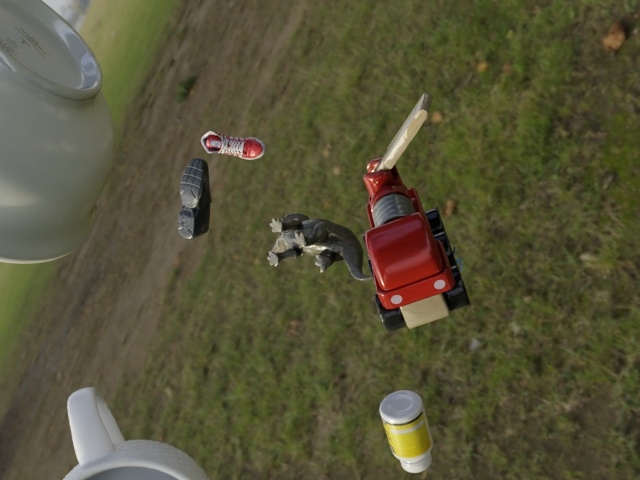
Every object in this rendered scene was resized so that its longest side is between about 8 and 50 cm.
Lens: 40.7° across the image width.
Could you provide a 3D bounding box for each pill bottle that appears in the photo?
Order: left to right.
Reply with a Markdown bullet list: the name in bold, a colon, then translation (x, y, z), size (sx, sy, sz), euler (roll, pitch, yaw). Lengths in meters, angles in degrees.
- **pill bottle**: translation (0.130, 0.284, 1.274), size (0.065, 0.116, 0.065), euler (-14, 28, 7)

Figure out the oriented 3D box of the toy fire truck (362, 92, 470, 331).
- **toy fire truck**: translation (0.114, -0.041, 1.135), size (0.158, 0.246, 0.217), euler (-19, 34, 9)

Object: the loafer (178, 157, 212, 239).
- **loafer**: translation (-0.253, -0.088, 1.781), size (0.062, 0.061, 0.170), euler (22, 109, 32)

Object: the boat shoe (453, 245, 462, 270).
- **boat shoe**: translation (0.195, 0.040, 1.501), size (0.109, 0.089, 0.258), euler (-45, 19, 10)

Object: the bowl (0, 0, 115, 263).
- **bowl**: translation (-0.287, -0.135, 0.751), size (0.134, 0.297, 0.298), euler (-43, 27, 20)

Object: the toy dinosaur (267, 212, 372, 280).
- **toy dinosaur**: translation (0.000, 0.000, 1.689), size (0.313, 0.160, 0.121), euler (6, 108, 38)

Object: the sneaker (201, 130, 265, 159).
- **sneaker**: translation (-0.163, -0.173, 1.571), size (0.118, 0.067, 0.042), euler (12, 97, 29)

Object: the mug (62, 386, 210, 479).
- **mug**: translation (-0.311, 0.410, 1.372), size (0.276, 0.374, 0.328), euler (-23, 0, -9)
